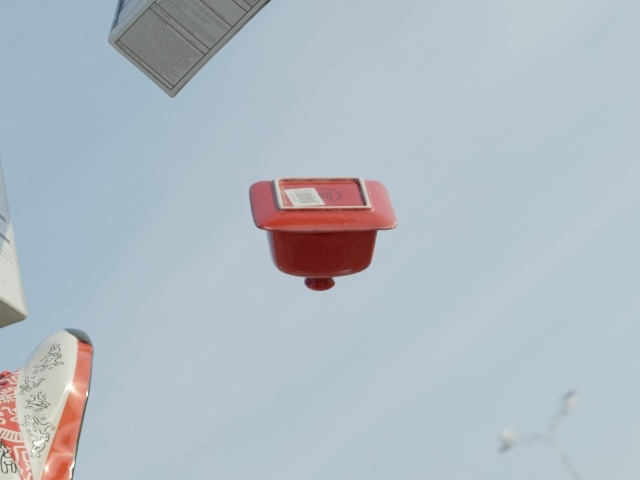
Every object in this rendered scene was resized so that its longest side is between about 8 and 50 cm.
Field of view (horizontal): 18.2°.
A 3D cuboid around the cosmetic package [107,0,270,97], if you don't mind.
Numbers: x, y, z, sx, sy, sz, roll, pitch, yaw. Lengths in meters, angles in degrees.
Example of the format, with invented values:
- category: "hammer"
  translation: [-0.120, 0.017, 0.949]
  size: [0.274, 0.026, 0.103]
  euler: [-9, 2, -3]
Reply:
- category: "cosmetic package"
  translation: [-0.077, -0.189, 1.295]
  size: [0.099, 0.060, 0.239]
  euler: [-41, 20, 19]

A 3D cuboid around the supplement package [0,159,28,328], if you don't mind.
- category: "supplement package"
  translation: [-0.333, -0.065, 1.254]
  size: [0.199, 0.262, 0.198]
  euler: [-20, -26, 13]

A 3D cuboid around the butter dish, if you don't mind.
- category: "butter dish"
  translation: [0.000, 0.000, 2.240]
  size: [0.160, 0.118, 0.160]
  euler: [0, 22, -6]

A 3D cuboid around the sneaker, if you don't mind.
- category: "sneaker"
  translation: [-0.243, 0.137, 1.382]
  size: [0.145, 0.270, 0.090]
  euler: [15, -55, -10]
